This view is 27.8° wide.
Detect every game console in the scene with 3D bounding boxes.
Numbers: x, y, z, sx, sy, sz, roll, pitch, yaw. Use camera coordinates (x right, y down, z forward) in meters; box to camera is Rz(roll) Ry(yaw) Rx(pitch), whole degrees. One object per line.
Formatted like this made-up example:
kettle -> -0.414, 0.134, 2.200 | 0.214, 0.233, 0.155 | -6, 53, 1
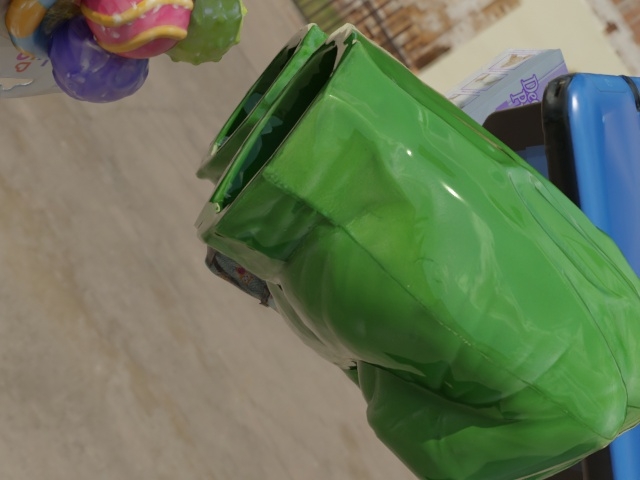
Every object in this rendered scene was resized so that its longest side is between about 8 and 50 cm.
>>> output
game console -> 0.140, 0.056, 0.793 | 0.250, 0.173, 0.293 | -9, 92, -58

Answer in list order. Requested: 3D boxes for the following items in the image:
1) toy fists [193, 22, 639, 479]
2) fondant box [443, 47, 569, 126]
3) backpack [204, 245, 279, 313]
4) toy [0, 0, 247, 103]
toy fists -> 0.030, 0.004, 0.448 | 0.142, 0.096, 0.279 | 37, 4, -9
fondant box -> 0.191, -0.052, 1.558 | 0.096, 0.330, 0.238 | 9, -50, 53
backpack -> 0.000, 0.000, 1.301 | 0.188, 0.166, 0.144 | 40, -32, 6
toy -> -0.064, -0.107, 0.552 | 0.137, 0.237, 0.056 | -11, 69, -54
